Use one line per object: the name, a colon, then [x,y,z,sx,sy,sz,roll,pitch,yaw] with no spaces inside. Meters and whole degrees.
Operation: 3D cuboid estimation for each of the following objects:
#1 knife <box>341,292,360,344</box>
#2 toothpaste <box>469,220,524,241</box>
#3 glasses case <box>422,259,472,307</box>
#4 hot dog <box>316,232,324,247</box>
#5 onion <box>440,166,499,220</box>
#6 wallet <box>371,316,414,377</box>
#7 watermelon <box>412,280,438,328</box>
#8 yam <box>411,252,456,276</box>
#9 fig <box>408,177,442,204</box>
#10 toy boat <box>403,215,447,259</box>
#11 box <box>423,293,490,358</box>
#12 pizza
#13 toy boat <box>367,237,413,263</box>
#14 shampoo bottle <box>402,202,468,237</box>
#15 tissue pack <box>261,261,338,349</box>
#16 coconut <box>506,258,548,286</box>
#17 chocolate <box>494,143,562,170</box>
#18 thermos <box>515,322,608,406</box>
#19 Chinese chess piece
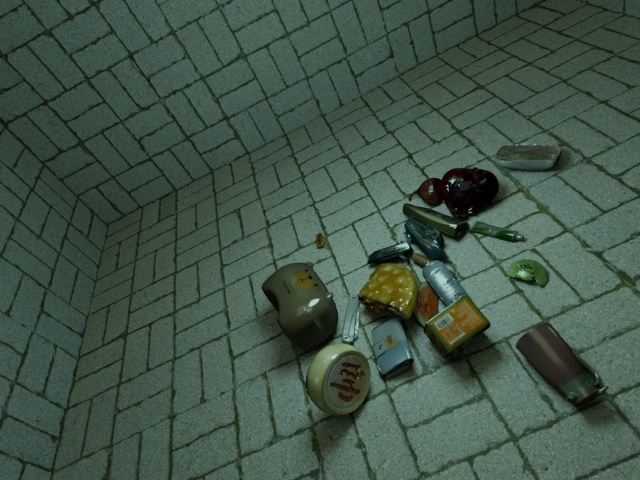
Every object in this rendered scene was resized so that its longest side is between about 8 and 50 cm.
knife: [0.147,0.360,1.977,0.073,0.041,0.266,-1,48,14]
toothpaste: [0.818,-0.042,1.988,0.247,0.047,0.078,20,57,44]
glasses case: [0.547,0.206,1.851,0.109,0.067,0.283,-32,56,3]
hot dog: [0.000,0.000,2.419,0.049,0.037,0.122,-29,35,19]
onion: [0.737,-0.253,2.119,0.280,0.221,0.281,-4,75,14]
wallet: [0.297,0.444,1.784,0.170,0.069,0.231,-36,35,21]
watermelon: [0.457,0.274,1.876,0.118,0.063,0.245,9,52,19]
yam: [0.522,0.123,1.987,0.057,0.057,0.241,-43,43,-15]
fig: [0.560,-0.265,2.297,0.201,0.134,0.146,5,42,44]
toy boat: [0.518,-0.004,2.064,0.122,0.114,0.296,-39,41,2]
box: [0.522,0.338,1.653,0.194,0.178,0.148,-35,66,-6]
pizza: [0.306,0.230,1.920,0.277,0.114,0.409,-34,23,4]
toy boat: [0.341,0.074,2.108,0.245,0.093,0.103,-20,74,19]
shampoo bottle: [0.561,-0.108,2.152,0.125,0.084,0.350,-9,26,-37]
tissue pack: [-0.082,0.288,2.001,0.276,0.268,0.387,-30,40,-4]
coconut: [0.864,0.123,1.788,0.157,0.055,0.133,6,54,32]
chocolate: [1.053,-0.416,2.179,0.302,0.101,0.185,10,44,33]
thermos: [0.825,0.427,1.461,0.176,0.146,0.265,-13,46,-20]
Chinese chess piece: [0.072,0.538,1.668,0.112,0.270,0.270,4,49,53]
